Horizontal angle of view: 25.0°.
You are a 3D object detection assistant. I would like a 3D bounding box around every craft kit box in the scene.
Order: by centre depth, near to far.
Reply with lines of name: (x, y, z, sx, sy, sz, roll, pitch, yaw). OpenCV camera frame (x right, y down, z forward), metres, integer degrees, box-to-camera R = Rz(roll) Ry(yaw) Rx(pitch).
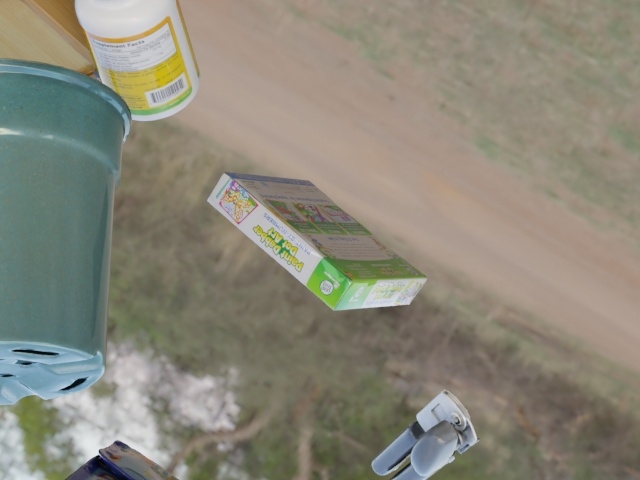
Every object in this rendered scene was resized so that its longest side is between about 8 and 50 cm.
craft kit box: (0.000, 0.000, 2.013, 0.246, 0.061, 0.250, 37, -164, 23)

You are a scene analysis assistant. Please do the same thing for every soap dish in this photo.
soap dish: (-0.440, -0.322, 2.124, 0.228, 0.118, 0.291, -17, 142, 28)

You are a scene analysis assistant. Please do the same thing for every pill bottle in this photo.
pill bottle: (-0.253, -0.292, 1.955, 0.136, 0.136, 0.246, 27, 150, 29)

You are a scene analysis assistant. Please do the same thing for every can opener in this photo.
can opener: (0.120, 0.275, 1.866, 0.076, 0.095, 0.283, 56, 151, 13)

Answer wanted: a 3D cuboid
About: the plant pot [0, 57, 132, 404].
plant pot: (-0.391, 0.006, 1.734, 0.341, 0.334, 0.341, -5, 158, -2)

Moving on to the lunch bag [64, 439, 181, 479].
lunch bag: (-0.124, 0.280, 1.209, 0.221, 0.138, 0.293, 33, -170, 2)
